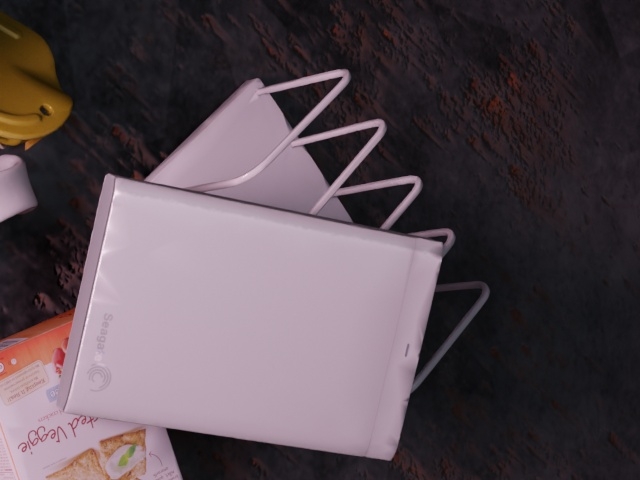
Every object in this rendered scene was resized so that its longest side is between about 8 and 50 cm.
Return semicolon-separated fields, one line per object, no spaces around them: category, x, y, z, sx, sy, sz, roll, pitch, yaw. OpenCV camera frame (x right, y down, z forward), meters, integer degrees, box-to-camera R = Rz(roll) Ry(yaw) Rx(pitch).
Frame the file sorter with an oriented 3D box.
file sorter;0.000;0.000;1.717;0.193;0.173;0.277;-48;114;-34

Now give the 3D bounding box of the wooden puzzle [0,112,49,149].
wooden puzzle;-0.286;-0.124;1.590;0.116;0.014;0.078;48;54;-17

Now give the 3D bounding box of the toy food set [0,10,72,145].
toy food set;-0.317;-0.145;1.525;0.218;0.071;0.128;32;44;-14

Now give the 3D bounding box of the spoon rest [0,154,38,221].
spoon rest;-0.342;-0.012;1.485;0.276;0.084;0.137;-25;101;-40

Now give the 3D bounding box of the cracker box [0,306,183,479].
cracker box;-0.212;0.186;1.582;0.156;0.067;0.232;-24;101;-39

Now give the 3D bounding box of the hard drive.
hard drive;-0.057;0.071;1.571;0.308;0.040;0.203;11;95;-23
